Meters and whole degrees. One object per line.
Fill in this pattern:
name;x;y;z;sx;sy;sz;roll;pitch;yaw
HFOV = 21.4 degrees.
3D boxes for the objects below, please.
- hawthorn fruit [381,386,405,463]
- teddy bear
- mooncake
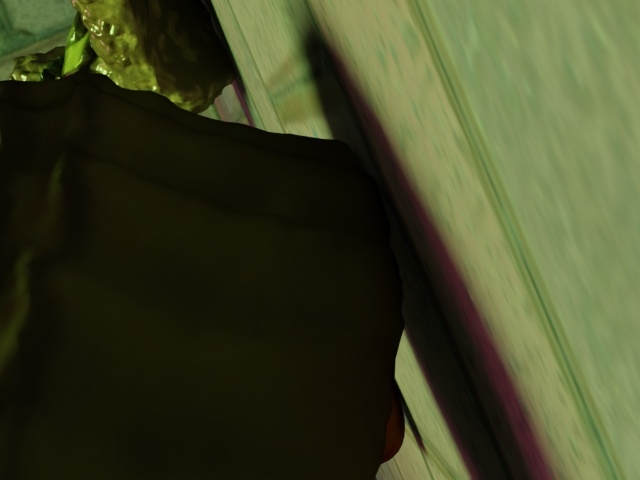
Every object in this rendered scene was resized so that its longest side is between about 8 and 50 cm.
hawthorn fruit;0.015;0.110;1.155;0.081;0.081;0.093;83;177;-80
teddy bear;-0.205;-0.177;1.462;0.296;0.223;0.246;54;-147;-34
mooncake;-0.101;0.089;0.717;0.324;0.187;0.324;-163;90;-74
